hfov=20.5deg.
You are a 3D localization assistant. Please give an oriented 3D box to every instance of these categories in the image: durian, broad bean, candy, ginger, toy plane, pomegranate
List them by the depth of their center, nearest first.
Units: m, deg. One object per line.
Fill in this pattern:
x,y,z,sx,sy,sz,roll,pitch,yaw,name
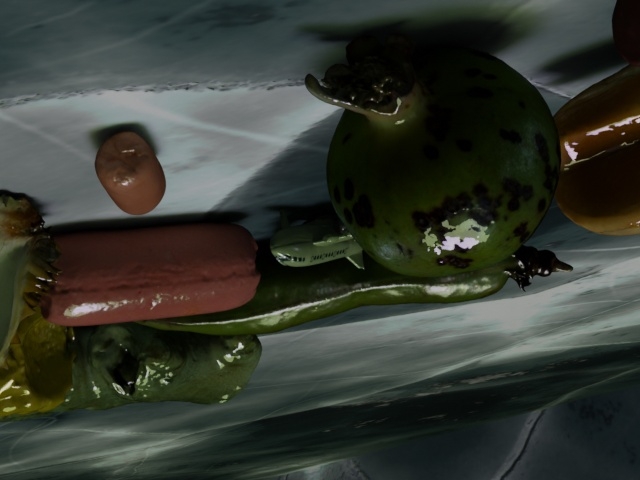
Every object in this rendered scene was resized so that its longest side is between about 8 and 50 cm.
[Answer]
0.051,-0.050,0.882,0.122,0.122,0.161,-17,139,30,pomegranate
-0.241,0.027,0.997,0.139,0.144,0.252,-42,149,25,durian
0.000,0.000,1.220,0.102,0.040,0.111,-21,164,35,toy plane
-0.281,0.084,1.251,0.199,0.094,0.106,-7,175,13,candy
0.016,0.027,1.305,0.339,0.061,0.077,-10,-156,0,broad bean
-0.185,0.101,1.445,0.290,0.089,0.137,-1,-176,-21,ginger

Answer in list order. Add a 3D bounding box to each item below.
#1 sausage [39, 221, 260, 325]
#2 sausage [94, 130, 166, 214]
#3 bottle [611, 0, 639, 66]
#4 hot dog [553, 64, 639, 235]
-0.112,0.021,1.165,0.154,0.062,0.062,-5,167,-27,sausage
-0.104,-0.037,0.968,0.034,0.034,0.083,-11,168,0,sausage
0.244,-0.106,0.780,0.245,0.104,0.104,-7,168,-19,bottle
0.232,-0.068,0.933,0.269,0.109,0.072,-16,175,31,hot dog
